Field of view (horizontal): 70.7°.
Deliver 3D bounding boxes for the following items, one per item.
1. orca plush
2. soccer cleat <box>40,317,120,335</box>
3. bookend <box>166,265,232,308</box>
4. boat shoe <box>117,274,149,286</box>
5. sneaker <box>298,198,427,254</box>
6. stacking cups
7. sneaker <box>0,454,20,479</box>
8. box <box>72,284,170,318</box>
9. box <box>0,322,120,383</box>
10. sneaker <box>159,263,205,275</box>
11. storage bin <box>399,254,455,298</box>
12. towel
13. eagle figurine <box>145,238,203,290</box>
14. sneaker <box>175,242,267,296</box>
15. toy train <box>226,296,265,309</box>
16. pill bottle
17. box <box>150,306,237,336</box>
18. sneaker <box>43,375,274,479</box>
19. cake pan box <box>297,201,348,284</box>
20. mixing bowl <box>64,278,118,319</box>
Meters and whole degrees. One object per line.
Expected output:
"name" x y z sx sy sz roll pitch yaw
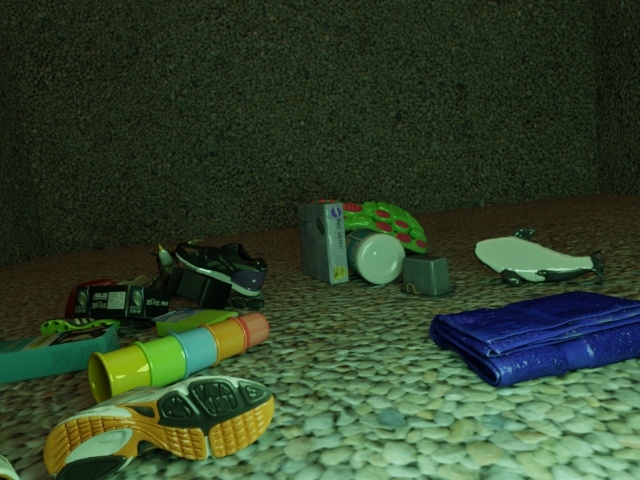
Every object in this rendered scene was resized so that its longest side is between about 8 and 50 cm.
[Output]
"orca plush" 0.541 0.051 1.135 0.286 0.151 0.102 -7 -24 21
"soccer cleat" -0.577 0.214 1.091 0.178 0.060 0.072 0 -2 -1
"bookend" -0.331 0.117 1.155 0.156 0.073 0.157 17 -7 11
"boat shoe" -0.674 0.163 1.603 0.042 0.049 0.133 -35 -3 35
"sneaker" 0.157 -0.028 1.681 0.481 0.202 0.186 11 52 3
"stacking cups" -0.231 0.198 0.796 0.095 0.096 0.316 0 6 41
"sneaker" -0.375 0.252 0.479 0.122 0.106 0.290 -2 15 -19
"box" -0.505 0.160 1.153 0.179 0.078 0.147 -4 -13 22
"box" -0.547 0.228 0.909 0.243 0.060 0.100 -8 8 -10
"sneaker" -0.497 0.113 1.719 0.211 0.080 0.094 -6 -4 14
"storage bin" 0.259 0.087 1.135 0.098 0.091 0.135 -11 8 -31
"towel" 0.357 0.136 0.730 0.307 0.077 0.227 -8 8 -10
"eagle figurine" -0.465 0.113 1.416 0.226 0.225 0.298 -45 42 7
"sneaker" -0.285 0.047 1.331 0.283 0.124 0.107 25 16 6
"toy train" -0.211 0.165 1.212 0.158 0.027 0.036 -1 6 35
"pill bottle" 0.149 0.040 1.382 0.146 0.147 0.264 -8 8 -9
"box" -0.290 0.190 1.035 0.178 0.043 0.109 -2 8 33
"sneaker" -0.191 0.215 0.574 0.262 0.100 0.121 -7 3 -10
"cake pan box" 0.000 0.000 1.446 0.070 0.246 0.266 -6 5 -21
"mixing bowl" -0.655 0.169 1.317 0.181 0.099 0.181 -6 7 1
